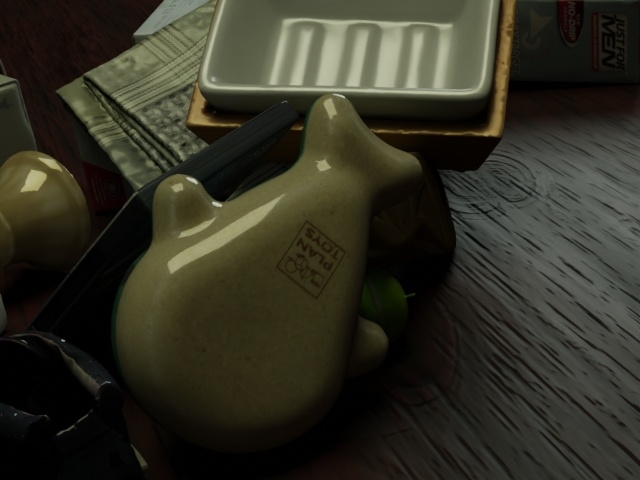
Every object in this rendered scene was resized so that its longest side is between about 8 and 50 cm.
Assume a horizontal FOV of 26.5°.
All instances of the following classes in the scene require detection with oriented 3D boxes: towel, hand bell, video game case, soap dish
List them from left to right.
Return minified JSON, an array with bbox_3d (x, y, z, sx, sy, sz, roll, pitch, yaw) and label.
[{"bbox_3d":[-0.339,0.008,1.260,0.126,0.126,0.242,5,20,32],"label":"hand bell"},{"bbox_3d":[-0.146,0.001,1.143,0.196,0.026,0.274,-38,-6,-47],"label":"video game case"},{"bbox_3d":[-0.071,-0.148,1.393,0.324,0.056,0.312,-35,58,-15],"label":"towel"},{"bbox_3d":[0.037,-0.173,1.298,0.291,0.118,0.229,3,54,10],"label":"soap dish"}]

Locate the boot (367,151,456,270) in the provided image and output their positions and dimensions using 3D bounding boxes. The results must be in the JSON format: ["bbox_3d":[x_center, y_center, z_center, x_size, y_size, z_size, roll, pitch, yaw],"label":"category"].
[{"bbox_3d":[0.000,0.000,1.205,0.203,0.095,0.262,-20,-2,23],"label":"boot"}]

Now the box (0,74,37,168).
[{"bbox_3d":[-0.442,-0.118,1.604,0.127,0.148,0.232,-25,26,-30],"label":"box"}]

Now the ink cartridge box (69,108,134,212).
[{"bbox_3d":[-0.175,-0.122,1.527,0.176,0.128,0.127,-8,23,2],"label":"ink cartridge box"}]

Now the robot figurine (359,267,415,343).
[{"bbox_3d":[0.019,0.061,1.097,0.115,0.067,0.101,-14,-5,-8],"label":"robot figurine"}]

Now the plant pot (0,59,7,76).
[{"bbox_3d":[-0.537,-0.197,1.833,0.165,0.167,0.167,-2,23,37],"label":"plant pot"}]

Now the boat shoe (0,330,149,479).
[{"bbox_3d":[-0.217,0.121,0.938,0.127,0.158,0.340,-26,28,-33],"label":"boat shoe"}]

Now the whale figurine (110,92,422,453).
[{"bbox_3d":[-0.041,0.024,1.007,0.272,0.216,0.141,-57,19,-14],"label":"whale figurine"}]

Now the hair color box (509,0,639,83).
[{"bbox_3d":[0.220,-0.286,1.709,0.374,0.113,0.185,3,32,18],"label":"hair color box"}]

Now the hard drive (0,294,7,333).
[{"bbox_3d":[-0.496,0.107,1.233,0.353,0.047,0.233,2,26,25],"label":"hard drive"}]

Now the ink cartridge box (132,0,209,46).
[{"bbox_3d":[-0.162,-0.346,2.150,0.224,0.045,0.223,-4,24,11],"label":"ink cartridge box"}]
